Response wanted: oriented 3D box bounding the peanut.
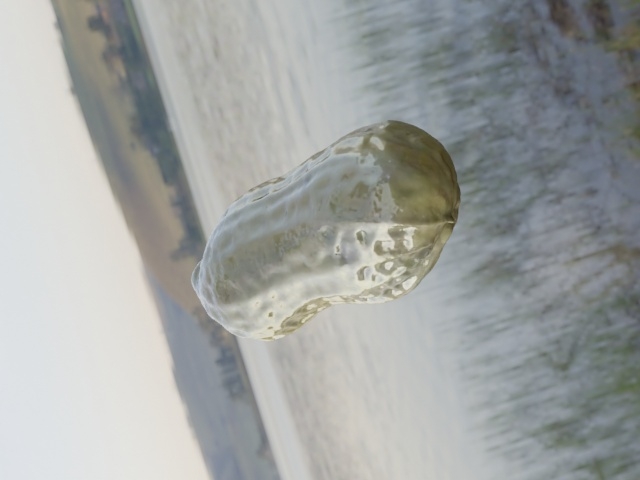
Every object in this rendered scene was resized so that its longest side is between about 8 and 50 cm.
[{"bbox_3d":[0.000,0.000,0.776,0.214,0.098,0.090,-25,54,43],"label":"peanut"}]
